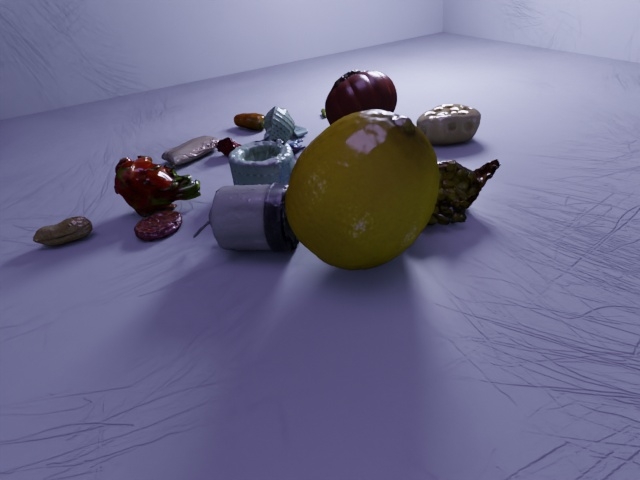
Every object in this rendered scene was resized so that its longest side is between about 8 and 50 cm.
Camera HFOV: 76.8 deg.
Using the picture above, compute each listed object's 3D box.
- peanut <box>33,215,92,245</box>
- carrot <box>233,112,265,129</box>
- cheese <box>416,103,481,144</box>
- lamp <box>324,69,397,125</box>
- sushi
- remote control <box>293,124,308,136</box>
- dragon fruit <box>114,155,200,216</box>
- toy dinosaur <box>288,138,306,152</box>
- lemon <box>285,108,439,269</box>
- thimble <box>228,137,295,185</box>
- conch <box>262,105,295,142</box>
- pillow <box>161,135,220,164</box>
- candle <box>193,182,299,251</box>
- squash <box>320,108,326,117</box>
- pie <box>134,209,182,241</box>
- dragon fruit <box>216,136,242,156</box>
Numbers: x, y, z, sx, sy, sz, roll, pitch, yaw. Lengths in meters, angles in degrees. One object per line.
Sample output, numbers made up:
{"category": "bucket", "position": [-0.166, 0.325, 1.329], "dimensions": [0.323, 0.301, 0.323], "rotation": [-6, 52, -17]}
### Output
{"category": "peanut", "position": [-0.812, -0.029, 1.278], "dimensions": [0.175, 0.080, 0.080], "rotation": [-17, 35, -9]}
{"category": "carrot", "position": [-0.347, -0.585, 1.979], "dimensions": [0.194, 0.087, 0.087], "rotation": [15, 41, 32]}
{"category": "cheese", "position": [0.494, -0.452, 1.565], "dimensions": [0.236, 0.117, 0.218], "rotation": [6, 36, 23]}
{"category": "lamp", "position": [0.167, -0.556, 1.659], "dimensions": [0.304, 0.256, 0.303], "rotation": [-26, -1, 0]}
{"category": "sushi", "position": [0.333, -0.140, 1.123], "dimensions": [0.297, 0.166, 0.179], "rotation": [-3, 14, -6]}
{"category": "remote control", "position": [-0.120, -0.507, 1.861], "dimensions": [0.061, 0.029, 0.162], "rotation": [-22, 31, -22]}
{"category": "dragon fruit", "position": [-0.554, -0.200, 1.365], "dimensions": [0.270, 0.198, 0.200], "rotation": [-20, 79, -11]}
{"category": "toy dinosaur", "position": [-0.104, -0.387, 1.670], "dimensions": [0.080, 0.045, 0.197], "rotation": [-31, 31, -18]}
{"category": "lemon", "position": [0.108, -0.130, 0.926], "dimensions": [0.365, 0.363, 0.364], "rotation": [-6, 34, 4]}
{"category": "thimble", "position": [-0.192, -0.243, 1.386], "dimensions": [0.238, 0.150, 0.237], "rotation": [-5, 35, 4]}
{"category": "conch", "position": [-0.176, -0.481, 1.743], "dimensions": [0.131, 0.199, 0.172], "rotation": [9, -3, -26]}
{"category": "pillow", "position": [-0.565, -0.396, 1.764], "dimensions": [0.174, 0.067, 0.270], "rotation": [17, 41, 40]}
{"category": "candle", "position": [-0.210, -0.058, 1.096], "dimensions": [0.331, 0.187, 0.187], "rotation": [-1, 35, 14]}
{"category": "squash", "position": [0.020, -0.634, 2.016], "dimensions": [0.028, 0.027, 0.083], "rotation": [-10, 36, -1]}
{"category": "pie", "position": [-0.512, -0.050, 1.276], "dimensions": [0.155, 0.036, 0.154], "rotation": [-6, 33, 4]}
{"category": "dragon fruit", "position": [-0.383, -0.393, 1.726], "dimensions": [0.131, 0.097, 0.063], "rotation": [-4, 26, 43]}
